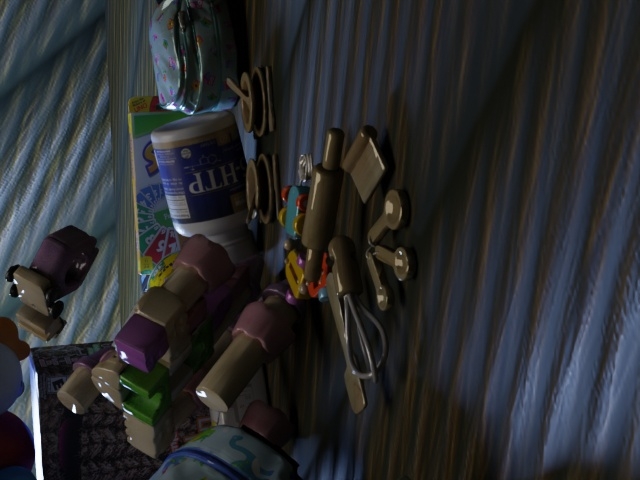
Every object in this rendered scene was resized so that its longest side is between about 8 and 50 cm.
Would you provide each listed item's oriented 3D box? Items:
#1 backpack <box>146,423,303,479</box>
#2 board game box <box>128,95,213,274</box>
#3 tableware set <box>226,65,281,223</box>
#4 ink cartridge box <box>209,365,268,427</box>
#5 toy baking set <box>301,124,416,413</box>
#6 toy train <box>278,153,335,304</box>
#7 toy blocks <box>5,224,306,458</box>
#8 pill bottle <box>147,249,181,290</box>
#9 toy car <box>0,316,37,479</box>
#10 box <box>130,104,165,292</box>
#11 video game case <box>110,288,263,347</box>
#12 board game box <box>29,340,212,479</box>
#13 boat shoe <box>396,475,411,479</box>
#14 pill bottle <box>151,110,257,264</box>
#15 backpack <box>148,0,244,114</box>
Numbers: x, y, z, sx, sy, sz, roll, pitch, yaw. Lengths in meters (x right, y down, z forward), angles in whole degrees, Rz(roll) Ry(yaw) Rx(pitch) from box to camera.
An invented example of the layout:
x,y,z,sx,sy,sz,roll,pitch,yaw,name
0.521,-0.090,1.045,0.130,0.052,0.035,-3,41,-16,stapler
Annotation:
x,y,z,sx,sy,sz,roll,pitch,yaw,name
-0.099,0.349,1.742,0.290,0.273,0.355,48,137,12,backpack
-0.212,-0.083,2.367,0.039,0.124,0.259,-179,85,-76,board game box
-0.085,-0.116,1.997,0.128,0.039,0.194,171,95,-77,tableware set
-0.108,0.226,2.135,0.115,0.067,0.198,111,152,-63,ink cartridge box
0.026,0.024,1.495,0.197,0.030,0.256,-121,36,-50,toy baking set
0.000,0.000,1.662,0.125,0.046,0.166,127,142,-54,toy train
-0.153,0.088,1.905,0.260,0.309,0.288,-53,-19,-30,toy blocks
-0.172,0.086,2.263,0.208,0.117,0.117,-141,48,-73,pill bottle
-0.453,0.217,2.193,0.238,0.210,0.219,-61,37,11,toy car
-0.252,-0.064,2.654,0.307,0.076,0.242,132,133,-73,box
-0.183,0.127,2.093,0.190,0.173,0.022,-56,47,41,video game case
-0.253,0.264,2.279,0.141,0.291,0.232,-148,55,-73,board game box
0.064,0.280,1.318,0.091,0.114,0.302,46,170,16,boat shoe
-0.142,-0.063,2.077,0.112,0.112,0.186,-143,38,-73,pill bottle
-0.162,-0.254,2.123,0.152,0.115,0.182,145,117,-72,backpack
